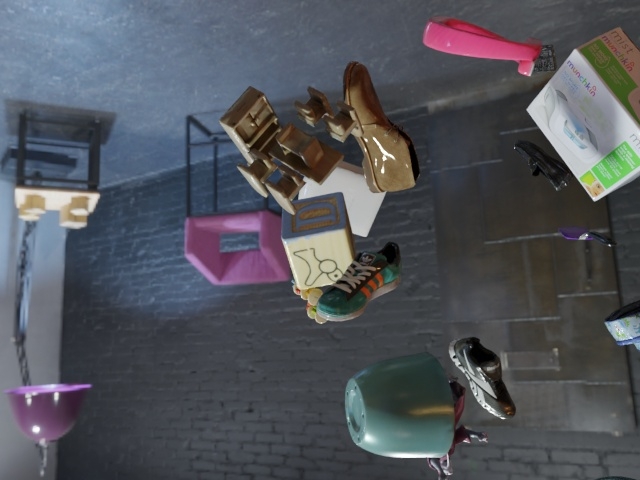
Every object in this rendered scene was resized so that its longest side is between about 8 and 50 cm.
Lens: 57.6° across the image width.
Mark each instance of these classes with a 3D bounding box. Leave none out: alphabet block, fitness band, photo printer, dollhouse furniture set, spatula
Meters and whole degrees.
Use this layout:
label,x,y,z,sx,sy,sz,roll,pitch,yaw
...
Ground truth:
label,x,y,z,sx,sy,sz,roll,pitch,yaw
alphabet block,0.000,0.000,1.710,0.192,0.193,0.197,-9,127,7
fitness band,0.300,-0.369,1.078,0.209,0.054,0.291,21,-153,10
photo printer,0.077,-0.173,2.218,0.308,0.256,0.107,19,-158,-10
dollhouse furniture set,-0.060,-0.180,1.160,0.242,0.212,0.161,34,169,29
spatula,0.718,-0.012,1.558,0.084,0.030,0.296,1,-175,4

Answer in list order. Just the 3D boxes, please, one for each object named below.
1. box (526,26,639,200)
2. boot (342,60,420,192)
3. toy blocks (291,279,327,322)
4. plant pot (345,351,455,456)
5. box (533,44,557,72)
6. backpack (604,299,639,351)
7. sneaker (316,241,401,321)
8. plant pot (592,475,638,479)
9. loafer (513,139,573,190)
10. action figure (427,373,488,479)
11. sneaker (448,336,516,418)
label,x,y,z,sx,sy,sz,roll,pitch,yaw
box,0.593,-0.253,1.199,0.127,0.262,0.231,-28,167,-12
boot,0.133,-0.238,1.229,0.115,0.112,0.305,2,130,34
toy blocks,-0.038,0.185,1.836,0.054,0.123,0.148,-29,-154,-20
plant pot,0.205,0.471,1.642,0.235,0.293,0.293,-1,170,-16
box,0.691,-0.563,1.805,0.067,0.018,0.083,6,142,37
backpack,0.563,0.146,1.006,0.114,0.084,0.105,-24,166,8
sneaker,0.097,0.090,1.433,0.108,0.121,0.302,20,-148,34
plant pot,0.797,0.781,1.533,0.341,0.341,0.334,-8,150,26
loafer,0.685,-0.240,1.828,0.078,0.223,0.076,-47,144,8
action figure,0.416,0.677,2.054,0.248,0.370,0.276,-18,-154,-36
sneaker,0.420,0.340,1.463,0.078,0.234,0.106,-26,164,-30
